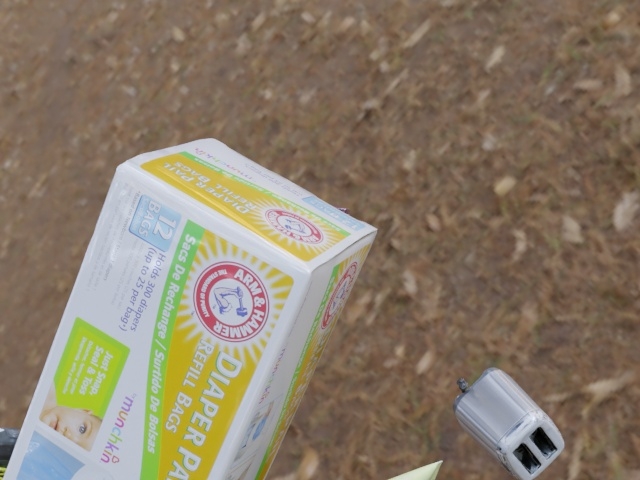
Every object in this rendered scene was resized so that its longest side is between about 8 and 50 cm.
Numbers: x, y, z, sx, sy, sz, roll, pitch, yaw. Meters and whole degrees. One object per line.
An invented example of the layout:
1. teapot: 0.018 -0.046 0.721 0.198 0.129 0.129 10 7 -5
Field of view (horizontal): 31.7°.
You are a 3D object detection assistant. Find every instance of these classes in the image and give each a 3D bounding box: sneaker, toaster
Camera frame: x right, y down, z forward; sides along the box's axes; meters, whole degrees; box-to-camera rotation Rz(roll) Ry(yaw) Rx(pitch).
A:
1. sneaker: -0.177 0.138 0.639 0.035 0.031 0.083 -95 21 -45
2. toaster: 0.337 0.329 2.011 0.129 0.227 0.146 -43 47 -4

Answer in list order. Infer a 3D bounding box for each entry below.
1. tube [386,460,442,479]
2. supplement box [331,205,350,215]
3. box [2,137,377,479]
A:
1. tube: 0.079 0.402 1.707 0.240 0.062 0.070 -16 -1 -29
2. supplement box: 0.000 0.000 1.300 0.043 0.055 0.083 -1 -79 -80
3. box: -0.069 0.063 0.598 0.203 0.114 0.103 -67 -14 19
